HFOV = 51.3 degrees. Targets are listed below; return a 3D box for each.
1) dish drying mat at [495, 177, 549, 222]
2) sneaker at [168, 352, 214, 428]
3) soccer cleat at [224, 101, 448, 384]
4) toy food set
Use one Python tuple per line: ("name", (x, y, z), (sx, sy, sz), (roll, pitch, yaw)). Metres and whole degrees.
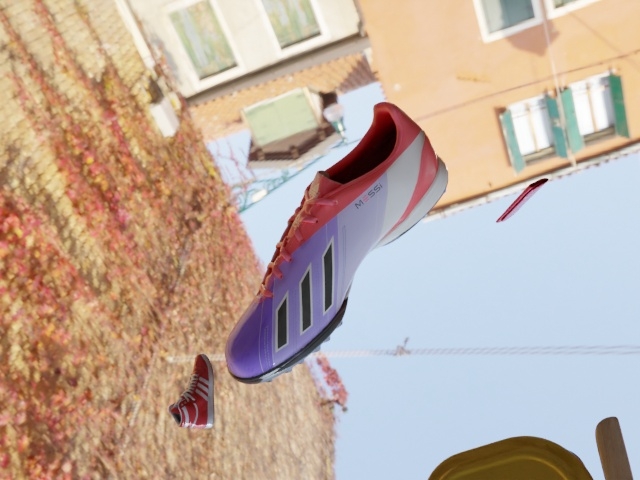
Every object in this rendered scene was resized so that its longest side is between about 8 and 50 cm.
("dish drying mat", (0.240, -0.047, 0.796), (0.032, 0.083, 0.008), (-26, -109, -26))
("sneaker", (-0.205, 0.236, 1.048), (0.042, 0.067, 0.118), (-33, -122, 49))
("soccer cleat", (0.000, 0.000, 0.675), (0.318, 0.116, 0.108), (-48, -142, -11))
("toy food set", (0.209, 0.258, 0.653), (0.218, 0.071, 0.128), (-25, -114, 26))
